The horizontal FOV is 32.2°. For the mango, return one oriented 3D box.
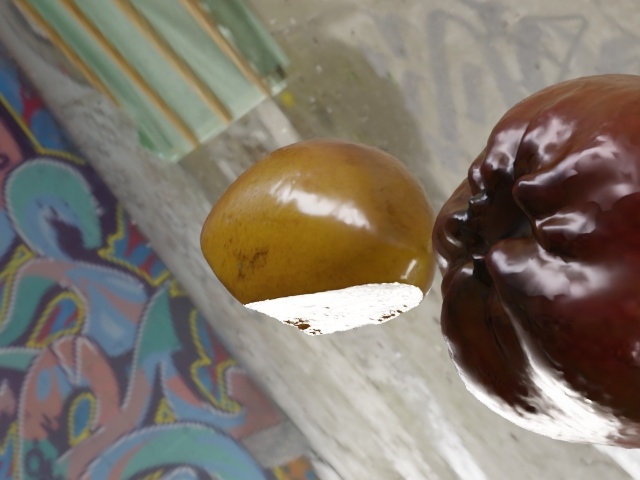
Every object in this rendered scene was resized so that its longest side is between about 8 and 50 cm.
[{"bbox_3d":[0.000,0.000,1.100,0.350,0.201,0.199,-2,104,64],"label":"mango"}]

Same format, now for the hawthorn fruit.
[{"bbox_3d":[0.202,0.021,0.640,0.261,0.224,0.224,11,170,-16],"label":"hawthorn fruit"}]
